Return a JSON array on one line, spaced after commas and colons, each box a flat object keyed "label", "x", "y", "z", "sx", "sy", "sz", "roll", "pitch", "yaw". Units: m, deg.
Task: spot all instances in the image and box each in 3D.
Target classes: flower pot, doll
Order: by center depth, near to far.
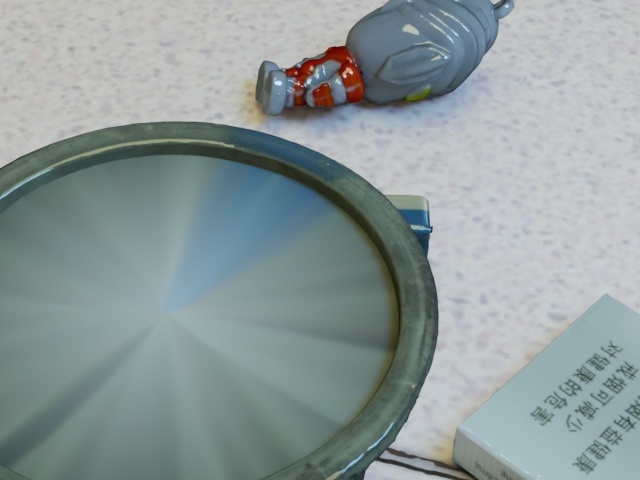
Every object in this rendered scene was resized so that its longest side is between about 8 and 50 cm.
[{"label": "flower pot", "x": -0.067, "y": 0.090, "z": 0.598, "sx": 0.212, "sy": 0.203, "sz": 0.212, "roll": 3, "pitch": 45, "yaw": -3}, {"label": "doll", "x": 0.043, "y": -0.122, "z": 0.913, "sx": 0.180, "sy": 0.079, "sz": 0.094, "roll": -19, "pitch": 23, "yaw": -3}]

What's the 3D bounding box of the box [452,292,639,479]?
[{"label": "box", "x": 0.201, "y": 0.131, "z": 0.690, "sx": 0.245, "sy": 0.035, "sz": 0.139, "roll": 34, "pitch": 52, "yaw": 27}]

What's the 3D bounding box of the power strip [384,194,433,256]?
[{"label": "power strip", "x": 0.000, "y": 0.000, "z": 0.794, "sx": 0.123, "sy": 0.056, "sz": 0.032, "roll": 2, "pitch": 46, "yaw": -1}]
